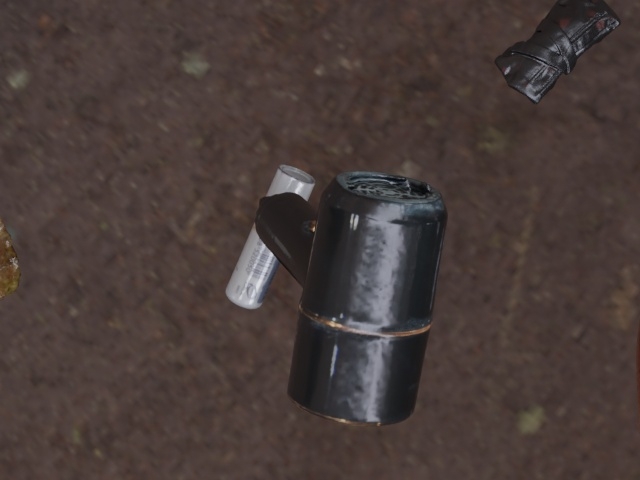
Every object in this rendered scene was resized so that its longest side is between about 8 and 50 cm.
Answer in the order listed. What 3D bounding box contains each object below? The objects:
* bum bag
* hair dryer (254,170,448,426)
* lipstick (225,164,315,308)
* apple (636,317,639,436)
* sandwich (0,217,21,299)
[{"bbox_3d":[0.196,-0.164,1.536,0.124,0.058,0.034,-44,160,-27],"label":"bum bag"},{"bbox_3d":[0.000,0.000,1.565,0.107,0.352,0.189,3,109,-20],"label":"hair dryer"},{"bbox_3d":[-0.049,-0.002,1.773,0.040,0.040,0.141,12,109,-37],"label":"lipstick"},{"bbox_3d":[0.344,0.037,0.854,0.391,0.391,0.346,-3,91,-32],"label":"apple"},{"bbox_3d":[-0.393,0.009,1.406,0.254,0.288,0.100,-22,118,-27],"label":"sandwich"}]
